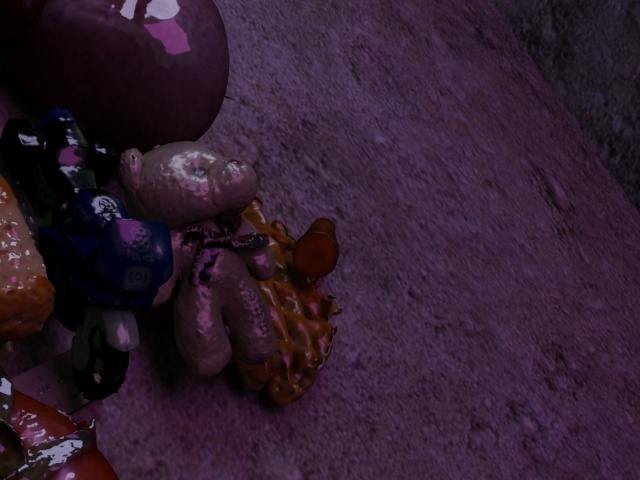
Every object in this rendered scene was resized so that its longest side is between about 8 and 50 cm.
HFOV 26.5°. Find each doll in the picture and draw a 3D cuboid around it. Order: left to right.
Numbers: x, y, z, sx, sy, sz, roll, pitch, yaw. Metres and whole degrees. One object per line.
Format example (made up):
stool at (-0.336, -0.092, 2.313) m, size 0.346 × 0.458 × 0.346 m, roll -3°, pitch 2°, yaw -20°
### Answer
doll at (-0.123, 0.012, 1.548) m, size 0.175 × 0.149 × 0.278 m, roll -2°, pitch 73°, yaw -70°

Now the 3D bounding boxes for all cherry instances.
cherry at (-0.244, -0.234, 1.685) m, size 0.307 × 0.221 × 0.261 m, roll 13°, pitch 42°, yaw -22°

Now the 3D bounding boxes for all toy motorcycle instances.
toy motorcycle at (-0.247, -0.001, 1.416) m, size 0.125 × 0.196 × 0.331 m, roll 7°, pitch 41°, yaw -36°

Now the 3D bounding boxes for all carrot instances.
carrot at (0.000, 0.000, 1.818) m, size 0.061 × 0.061 × 0.210 m, roll 48°, pitch 10°, yaw -5°

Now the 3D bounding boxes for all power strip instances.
power strip at (-0.295, 0.166, 1.361) m, size 0.060 × 0.027 × 0.252 m, roll 54°, pitch 30°, yaw 5°

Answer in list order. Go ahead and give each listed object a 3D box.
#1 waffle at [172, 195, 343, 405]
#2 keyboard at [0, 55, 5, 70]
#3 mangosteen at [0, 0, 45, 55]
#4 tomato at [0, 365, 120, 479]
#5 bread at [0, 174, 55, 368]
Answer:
waffle at (-0.097, 0.052, 1.712) m, size 0.302 × 0.068 × 0.325 m, roll 48°, pitch 26°, yaw -9°
keyboard at (-0.409, -0.227, 1.647) m, size 0.055 × 0.017 × 0.166 m, roll 43°, pitch 31°, yaw -23°
mangosteen at (-0.421, -0.270, 1.506) m, size 0.215 × 0.215 × 0.257 m, roll 34°, pitch 52°, yaw -27°
tomato at (-0.311, 0.257, 1.012) m, size 0.341 × 0.273 × 0.341 m, roll 29°, pitch 26°, yaw -15°
bread at (-0.443, 0.011, 1.194) m, size 0.375 × 0.165 × 0.236 m, roll -2°, pitch 56°, yaw -52°
